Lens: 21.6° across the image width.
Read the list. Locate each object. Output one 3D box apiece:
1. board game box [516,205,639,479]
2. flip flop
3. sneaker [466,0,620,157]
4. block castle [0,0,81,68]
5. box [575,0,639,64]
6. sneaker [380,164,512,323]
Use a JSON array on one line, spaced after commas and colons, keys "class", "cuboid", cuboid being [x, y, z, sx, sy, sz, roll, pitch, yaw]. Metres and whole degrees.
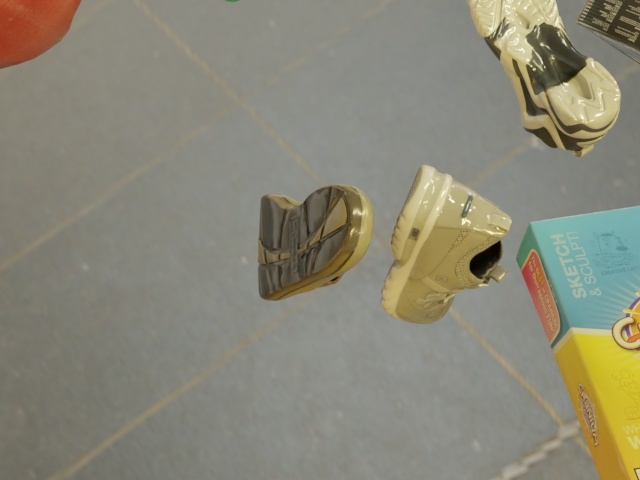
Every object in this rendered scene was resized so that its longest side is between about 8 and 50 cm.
[{"class": "board game box", "cuboid": [0.342, 0.110, 1.530, 0.242, 0.064, 0.316, -9, 57, -14]}, {"class": "flip flop", "cuboid": [0.000, 0.000, 1.666, 0.277, 0.080, 0.112, 162, 110, -65]}, {"class": "sneaker", "cuboid": [0.233, -0.185, 1.820, 0.094, 0.153, 0.235, -36, 70, -14]}, {"class": "block castle", "cuboid": [-0.341, -0.138, 0.682, 0.453, 0.213, 0.303, -23, 80, 10]}, {"class": "box", "cuboid": [0.428, -0.176, 1.767, 0.060, 0.216, 0.270, -61, 36, 6]}, {"class": "sneaker", "cuboid": [0.132, 0.029, 1.707, 0.115, 0.281, 0.105, 23, 72, 10]}]
